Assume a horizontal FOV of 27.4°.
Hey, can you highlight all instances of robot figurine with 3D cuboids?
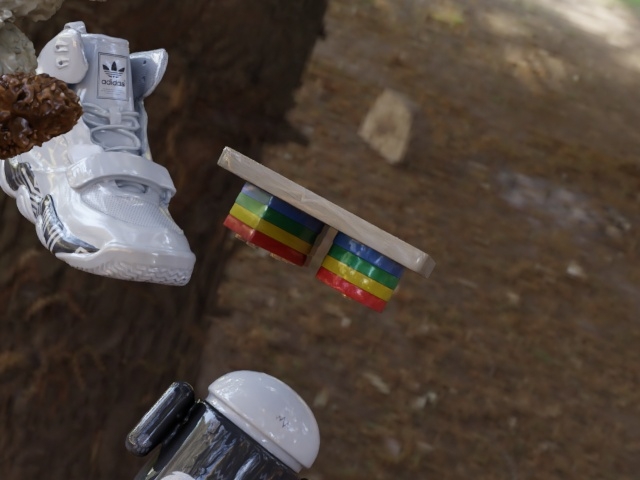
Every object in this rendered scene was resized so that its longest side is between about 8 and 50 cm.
[{"bbox_3d":[-0.125,0.294,1.650,0.173,0.278,0.209,33,-10,32],"label":"robot figurine"}]

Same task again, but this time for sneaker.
[{"bbox_3d":[-0.226,-0.100,1.383,0.137,0.210,0.366,8,18,-37],"label":"sneaker"}]

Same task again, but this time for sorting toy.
[{"bbox_3d":[0.000,0.000,1.564,0.257,0.089,0.255,29,0,8],"label":"sorting toy"}]

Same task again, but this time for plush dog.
[{"bbox_3d":[-0.274,-0.153,0.967,0.210,0.226,0.262,1,-2,-41],"label":"plush dog"}]
